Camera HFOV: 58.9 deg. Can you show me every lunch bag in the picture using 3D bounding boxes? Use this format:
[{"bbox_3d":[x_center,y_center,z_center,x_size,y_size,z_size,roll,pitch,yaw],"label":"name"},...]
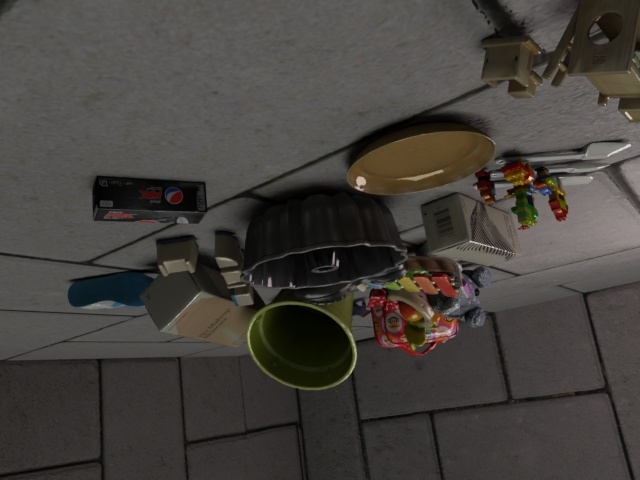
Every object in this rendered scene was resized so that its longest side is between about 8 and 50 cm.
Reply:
[{"bbox_3d":[0.322,0.261,1.929,0.293,0.258,0.120,-2,163,-20],"label":"lunch bag"}]

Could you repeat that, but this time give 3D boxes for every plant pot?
[{"bbox_3d":[-0.021,0.194,1.462,0.276,0.276,0.254,-15,-155,22],"label":"plant pot"},{"bbox_3d":[0.156,-0.130,0.905,0.236,0.032,0.236,-7,163,-2],"label":"plant pot"}]

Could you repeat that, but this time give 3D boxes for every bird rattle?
[{"bbox_3d":[0.272,0.203,1.764,0.143,0.253,0.207,-41,180,-23],"label":"bird rattle"}]

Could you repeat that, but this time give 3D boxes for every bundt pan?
[{"bbox_3d":[0.000,0.000,1.115,0.330,0.124,0.331,-8,163,-2],"label":"bundt pan"}]

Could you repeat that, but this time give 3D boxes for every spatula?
[{"bbox_3d":[0.420,-0.134,1.052,0.242,0.019,0.168,-3,165,-4],"label":"spatula"}]

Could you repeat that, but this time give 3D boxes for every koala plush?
[{"bbox_3d":[0.418,0.160,1.768,0.203,0.196,0.221,8,173,19],"label":"koala plush"}]

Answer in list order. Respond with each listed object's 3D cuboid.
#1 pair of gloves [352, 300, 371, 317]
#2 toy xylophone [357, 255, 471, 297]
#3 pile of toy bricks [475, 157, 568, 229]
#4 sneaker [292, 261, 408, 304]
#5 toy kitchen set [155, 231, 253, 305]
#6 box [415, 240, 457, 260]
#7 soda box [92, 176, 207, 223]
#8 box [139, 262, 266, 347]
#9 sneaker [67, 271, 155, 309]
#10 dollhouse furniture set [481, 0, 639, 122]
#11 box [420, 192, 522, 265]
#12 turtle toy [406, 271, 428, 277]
[{"bbox_3d":[0.106,0.293,2.200,0.198,0.023,0.159,-32,-165,-20],"label":"pair of gloves"},{"bbox_3d":[0.258,0.106,1.560,0.322,0.081,0.236,-2,160,30],"label":"toy xylophone"},{"bbox_3d":[0.373,-0.069,1.040,0.118,0.105,0.212,-18,159,39],"label":"pile of toy bricks"},{"bbox_3d":[0.063,0.053,1.312,0.286,0.130,0.109,-20,-150,-16],"label":"sneaker"},{"bbox_3d":[-0.250,0.051,1.253,0.166,0.122,0.207,-8,144,1],"label":"toy kitchen set"},{"bbox_3d":[0.344,0.016,1.492,0.145,0.038,0.186,-5,165,-8],"label":"box"},{"bbox_3d":[-0.269,-0.061,0.898,0.169,0.053,0.060,1,162,-28],"label":"soda box"},{"bbox_3d":[-0.275,0.160,1.407,0.148,0.121,0.311,-45,150,9],"label":"box"},{"bbox_3d":[-0.496,0.126,1.405,0.228,0.087,0.092,-2,171,3],"label":"sneaker"},{"bbox_3d":[0.301,-0.210,0.655,0.161,0.101,0.182,11,-179,42],"label":"dollhouse furniture set"},{"bbox_3d":[0.336,-0.017,1.243,0.094,0.113,0.275,-22,160,37],"label":"box"},{"bbox_3d":[0.294,0.111,1.743,0.095,0.066,0.130,-11,164,11],"label":"turtle toy"}]
